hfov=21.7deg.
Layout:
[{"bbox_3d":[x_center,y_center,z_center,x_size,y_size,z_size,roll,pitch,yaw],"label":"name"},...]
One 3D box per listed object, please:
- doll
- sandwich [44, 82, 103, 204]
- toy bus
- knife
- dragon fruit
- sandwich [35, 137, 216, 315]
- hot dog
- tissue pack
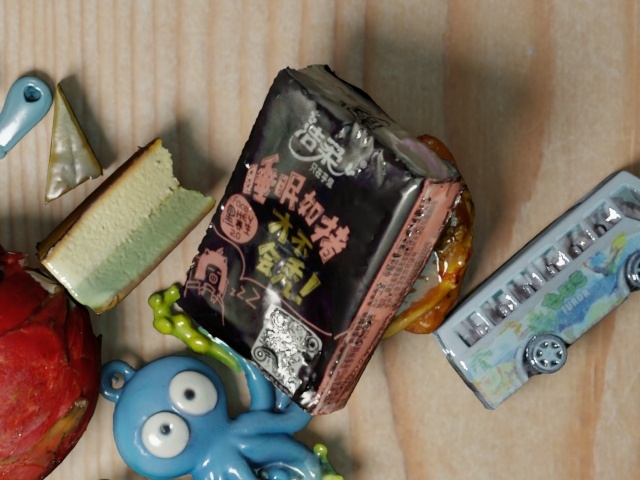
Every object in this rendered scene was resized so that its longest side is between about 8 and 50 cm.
[{"bbox_3d":[-0.121,0.252,1.896,0.341,0.099,0.346,34,74,1],"label":"doll"},{"bbox_3d":[-0.302,-0.110,1.881,0.074,0.074,0.116,-26,98,-5],"label":"sandwich"},{"bbox_3d":[0.290,0.055,1.975,0.329,0.109,0.136,-40,89,-3],"label":"toy bus"},{"bbox_3d":[-0.394,-0.090,1.897,0.058,0.032,0.244,40,93,-13],"label":"knife"},{"bbox_3d":[-0.384,0.151,1.796,0.295,0.295,0.302,34,84,-10],"label":"dragon fruit"},{"bbox_3d":[-0.213,-0.016,1.830,0.186,0.220,0.108,-43,99,-2],"label":"sandwich"},{"bbox_3d":[0.102,-0.011,1.918,0.153,0.150,0.257,2,95,0],"label":"hot dog"},{"bbox_3d":[0.000,0.000,1.820,0.245,0.123,0.332,40,119,27],"label":"tissue pack"}]
